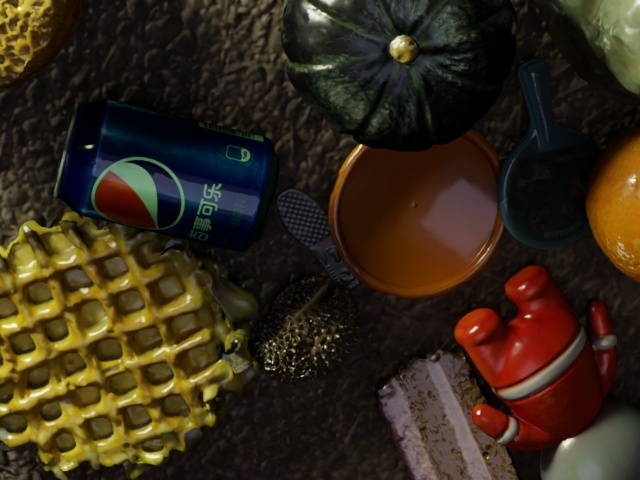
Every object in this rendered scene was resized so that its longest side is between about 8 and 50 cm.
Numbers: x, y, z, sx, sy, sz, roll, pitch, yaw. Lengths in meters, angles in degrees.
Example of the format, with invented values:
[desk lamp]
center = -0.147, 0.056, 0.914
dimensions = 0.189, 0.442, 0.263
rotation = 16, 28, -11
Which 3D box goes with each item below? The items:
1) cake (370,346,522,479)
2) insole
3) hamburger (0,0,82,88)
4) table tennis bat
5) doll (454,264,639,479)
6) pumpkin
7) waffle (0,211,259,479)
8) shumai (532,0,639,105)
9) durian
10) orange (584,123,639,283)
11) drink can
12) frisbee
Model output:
[cake]
center = 0.160, 0.258, 1.417
dimensions = 0.116, 0.113, 0.295
rotation = -26, 107, 3
[insole]
center = 0.000, 0.000, 1.344
dimensions = 0.045, 0.002, 0.135
rotation = -33, 112, 8
[hamburger]
center = -0.352, -0.262, 1.111
dimensions = 0.314, 0.170, 0.289
rotation = 10, 108, -9
[table tennis bat]
center = 0.228, -0.086, 1.313
dimensions = 0.124, 0.033, 0.201
rotation = -19, 112, -14
[doll]
center = 0.271, 0.190, 1.394
dimensions = 0.200, 0.105, 0.336
rotation = -40, 107, -18
[pumpkin]
center = 0.072, -0.189, 1.191
dimensions = 0.221, 0.162, 0.220
rotation = 0, 109, -1
[waffle]
center = -0.218, 0.111, 1.334
dimensions = 0.329, 0.062, 0.329
rotation = -2, 111, -5
[shumai]
center = 0.360, -0.238, 1.147
dimensions = 0.304, 0.263, 0.309
rotation = 29, 106, -18
[durian]
center = -0.021, 0.107, 1.351
dimensions = 0.140, 0.071, 0.110
rotation = -34, 111, 13
[orange]
center = 0.369, -0.037, 1.249
dimensions = 0.224, 0.224, 0.170
rotation = -18, 107, 2
[drink can]
center = -0.147, -0.063, 1.243
dimensions = 0.205, 0.118, 0.118
rotation = 13, 110, -10
[frisbee]
center = 0.099, -0.034, 1.321
dimensions = 0.192, 0.035, 0.192
rotation = -4, 107, -14
